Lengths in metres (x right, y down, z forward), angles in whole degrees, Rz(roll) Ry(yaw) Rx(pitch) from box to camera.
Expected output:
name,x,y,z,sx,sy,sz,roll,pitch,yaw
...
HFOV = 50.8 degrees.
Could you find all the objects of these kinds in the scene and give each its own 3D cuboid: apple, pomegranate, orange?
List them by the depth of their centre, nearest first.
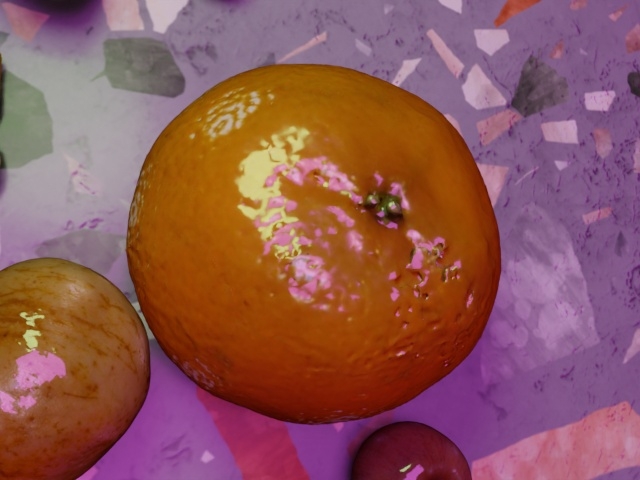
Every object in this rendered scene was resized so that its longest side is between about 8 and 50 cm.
name,x,y,z,sx,sy,sz,roll,pitch,yaw
pomegranate,-0.301,0.138,0.702,0.248,0.248,0.248,3,80,-16
orange,0.000,0.000,0.759,0.424,0.326,0.424,3,81,-18
apple,0.117,0.306,0.850,0.153,0.120,0.153,3,79,-17

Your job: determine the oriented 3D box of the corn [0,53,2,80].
name,x,y,z,sx,sy,sz,roll,pitch,yaw
corn,-0.408,-0.192,0.821,0.037,0.037,0.092,-1,80,-17
